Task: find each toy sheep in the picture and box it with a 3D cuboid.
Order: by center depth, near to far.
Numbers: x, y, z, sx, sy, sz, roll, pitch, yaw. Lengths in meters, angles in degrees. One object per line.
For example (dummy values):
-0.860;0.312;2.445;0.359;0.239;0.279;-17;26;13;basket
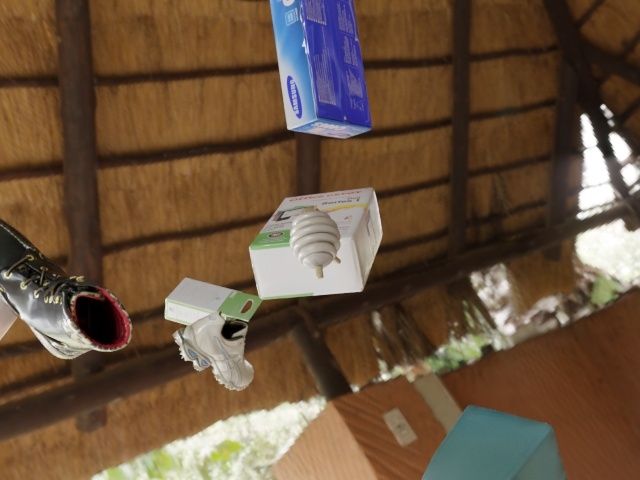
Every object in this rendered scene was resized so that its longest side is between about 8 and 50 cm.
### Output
-0.007;0.002;1.287;0.091;0.132;0.091;-11;-30;-6;toy sheep

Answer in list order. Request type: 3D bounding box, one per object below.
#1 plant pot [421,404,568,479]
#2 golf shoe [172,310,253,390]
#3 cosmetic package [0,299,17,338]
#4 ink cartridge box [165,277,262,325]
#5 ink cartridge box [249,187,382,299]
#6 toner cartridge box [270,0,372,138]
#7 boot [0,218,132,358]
0.262;0.415;1.309;0.234;0.166;0.165;-37;-63;-35;plant pot
-0.128;0.157;1.156;0.086;0.069;0.176;-38;-35;4;golf shoe
-0.890;0.113;1.655;0.230;0.453;0.161;-58;-2;-21;cosmetic package
-0.250;0.161;1.915;0.109;0.209;0.062;-56;-25;-59;ink cartridge box
0.000;0.000;1.592;0.202;0.117;0.278;-6;21;15;ink cartridge box
-0.005;-0.369;1.477;0.075;0.347;0.165;-13;-9;39;toner cartridge box
-0.340;0.051;0.999;0.179;0.236;0.085;-10;32;53;boot
